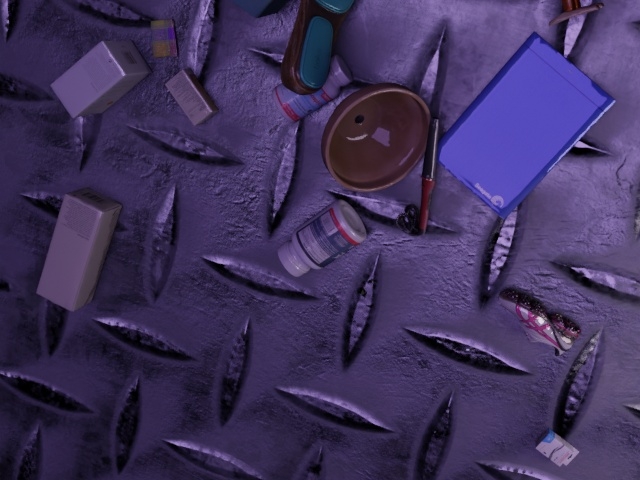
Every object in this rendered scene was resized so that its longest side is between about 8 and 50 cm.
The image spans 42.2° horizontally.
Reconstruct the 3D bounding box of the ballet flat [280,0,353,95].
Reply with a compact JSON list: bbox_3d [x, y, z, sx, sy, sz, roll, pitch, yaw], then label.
[{"bbox_3d":[-0.009,-0.455,1.686,0.124,0.116,0.343,5,79,54],"label":"ballet flat"}]

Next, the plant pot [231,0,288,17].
[{"bbox_3d":[-0.100,-0.582,1.672,0.165,0.165,0.234,37,118,5],"label":"plant pot"}]

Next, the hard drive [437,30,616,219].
[{"bbox_3d":[0.401,-0.228,1.675,0.210,0.040,0.319,41,110,3],"label":"hard drive"}]

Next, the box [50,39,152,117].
[{"bbox_3d":[-0.488,-0.361,1.848,0.170,0.130,0.091,-32,94,20],"label":"box"}]

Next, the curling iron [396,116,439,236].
[{"bbox_3d":[0.211,-0.126,1.726,0.068,0.035,0.274,17,122,12],"label":"curling iron"}]

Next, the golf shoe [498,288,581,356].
[{"bbox_3d":[0.449,0.175,1.746,0.186,0.067,0.086,32,111,6],"label":"golf shoe"}]

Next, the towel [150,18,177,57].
[{"bbox_3d":[-0.350,-0.450,1.852,0.060,0.009,0.083,-1,102,17],"label":"towel"}]

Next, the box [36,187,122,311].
[{"bbox_3d":[-0.579,0.021,1.987,0.113,0.094,0.275,27,109,9],"label":"box"}]

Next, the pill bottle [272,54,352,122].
[{"bbox_3d":[-0.016,-0.322,1.747,0.160,0.087,0.087,-29,94,21],"label":"pill bottle"}]

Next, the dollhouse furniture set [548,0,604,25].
[{"bbox_3d":[0.441,-0.531,1.476,0.135,0.259,0.262,-12,101,28],"label":"dollhouse furniture set"}]

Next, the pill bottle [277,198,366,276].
[{"bbox_3d":[0.000,0.000,1.810,0.180,0.108,0.108,-34,92,21],"label":"pill bottle"}]

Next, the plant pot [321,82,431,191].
[{"bbox_3d":[0.100,-0.226,1.701,0.237,0.110,0.237,-14,129,-18],"label":"plant pot"}]

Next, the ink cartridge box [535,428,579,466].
[{"bbox_3d":[0.519,0.459,1.816,0.083,0.028,0.048,37,110,4],"label":"ink cartridge box"}]

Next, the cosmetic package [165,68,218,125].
[{"bbox_3d":[-0.286,-0.319,1.849,0.060,0.041,0.115,-33,93,20],"label":"cosmetic package"}]
